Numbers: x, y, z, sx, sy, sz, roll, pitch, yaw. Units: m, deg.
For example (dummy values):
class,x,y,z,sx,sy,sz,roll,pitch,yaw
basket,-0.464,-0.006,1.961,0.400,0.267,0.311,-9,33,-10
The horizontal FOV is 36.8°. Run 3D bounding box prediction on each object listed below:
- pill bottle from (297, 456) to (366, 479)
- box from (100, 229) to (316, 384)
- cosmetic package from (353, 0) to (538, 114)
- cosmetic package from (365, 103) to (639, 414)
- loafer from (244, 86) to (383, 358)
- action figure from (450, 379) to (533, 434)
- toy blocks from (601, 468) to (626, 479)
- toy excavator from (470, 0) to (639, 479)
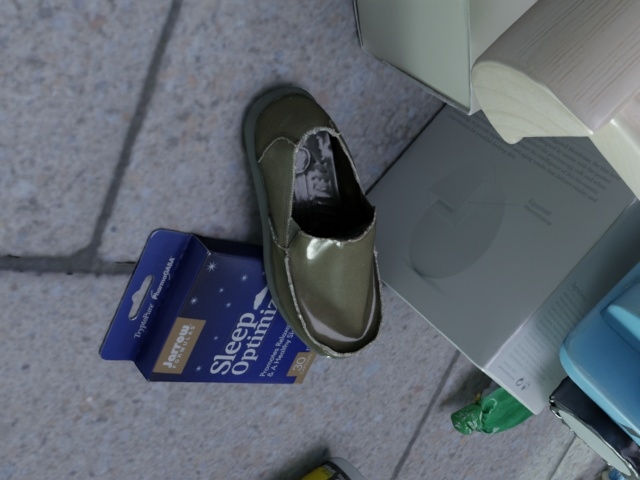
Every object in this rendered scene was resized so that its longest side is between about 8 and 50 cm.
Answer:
class,x,y,z,sx,sy,sz,roll,pitch,yaw
pill bottle,-0.034,0.342,1.060,0.208,0.119,0.119,-30,136,-20
box,-0.077,0.067,0.876,0.225,0.036,0.136,10,114,-43
cosmetic package,0.183,-0.239,0.773,0.296,0.153,0.129,-29,135,-19
cosmetic package,0.175,-0.006,0.889,0.225,0.224,0.138,-49,139,2
loafer,0.000,0.000,0.802,0.094,0.087,0.251,-25,116,-15
action figure,0.258,0.184,1.230,0.232,0.063,0.137,-25,136,-29
toy blocks,0.458,0.428,1.597,0.123,0.054,0.148,3,119,-42
toy excavator,0.286,0.053,0.664,0.222,0.433,0.445,-43,166,-5
